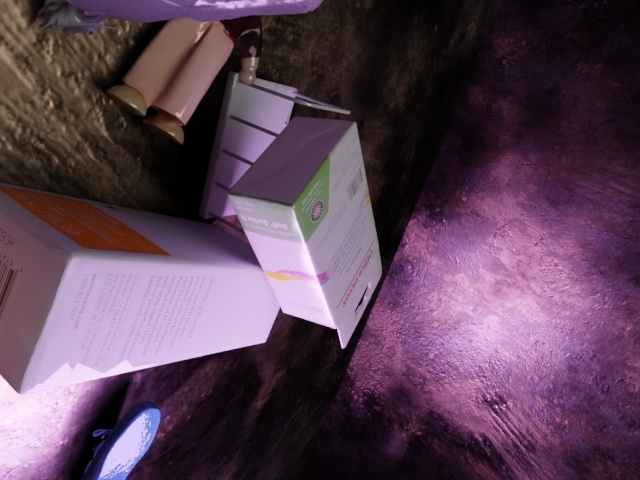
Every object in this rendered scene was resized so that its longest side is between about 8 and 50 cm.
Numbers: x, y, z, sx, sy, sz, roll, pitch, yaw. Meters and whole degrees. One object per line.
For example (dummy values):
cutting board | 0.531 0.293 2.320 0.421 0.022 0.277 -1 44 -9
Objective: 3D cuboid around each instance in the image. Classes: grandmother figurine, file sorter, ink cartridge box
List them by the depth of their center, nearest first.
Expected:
grandmother figurine | -0.156 -0.312 0.639 0.343 0.104 0.208 -60 149 -5
ink cartridge box | 0.000 0.000 0.742 0.207 0.119 0.354 -57 145 -35
file sorter | -0.085 -0.152 0.853 0.192 0.173 0.278 -16 129 -57

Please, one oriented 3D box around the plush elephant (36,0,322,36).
plush elephant | -0.173 -0.358 0.411 0.271 0.329 0.256 -17 106 -59

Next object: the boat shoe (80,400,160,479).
boat shoe | -0.428 0.429 0.879 0.258 0.089 0.109 -55 141 -5

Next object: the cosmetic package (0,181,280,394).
cosmetic package | -0.258 0.060 0.663 0.453 0.230 0.162 13 101 -65
